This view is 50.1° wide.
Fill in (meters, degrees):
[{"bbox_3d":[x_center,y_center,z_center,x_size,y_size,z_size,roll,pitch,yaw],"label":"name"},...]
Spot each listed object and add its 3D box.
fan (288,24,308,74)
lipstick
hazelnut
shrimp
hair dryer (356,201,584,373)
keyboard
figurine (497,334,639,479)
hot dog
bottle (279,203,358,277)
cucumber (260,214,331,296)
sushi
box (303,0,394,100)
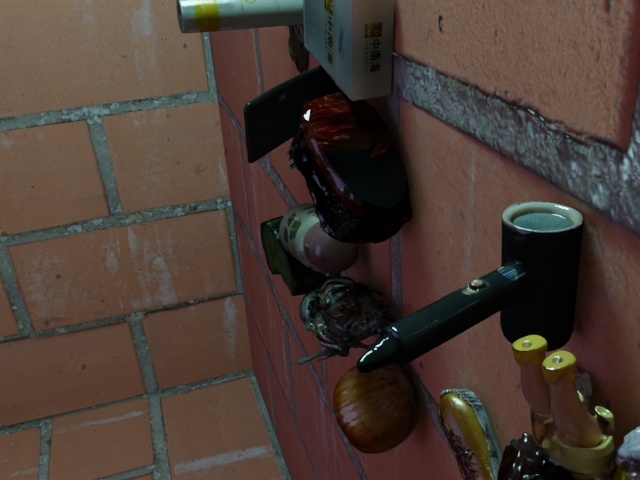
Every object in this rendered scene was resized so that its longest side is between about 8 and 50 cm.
[{"bbox_3d":[-0.046,-0.440,1.400,0.226,0.008,0.152,92,162,-47],"label":"fan"},{"bbox_3d":[-0.101,-0.380,1.128,0.059,0.264,0.059,169,90,-73],"label":"lipstick"},{"bbox_3d":[0.099,0.272,1.143,0.150,0.150,0.150,169,90,-77],"label":"hazelnut"},{"bbox_3d":[0.036,0.152,1.211,0.372,0.137,0.172,157,129,-82],"label":"shrimp"},{"bbox_3d":[0.128,0.066,0.583,0.070,0.255,0.128,26,131,48],"label":"hair dryer"},{"bbox_3d":[-0.057,-0.187,1.040,0.381,0.041,0.103,-48,-36,-49],"label":"keyboard"},{"bbox_3d":[0.216,0.194,0.588,0.175,0.116,0.240,-136,37,-67],"label":"figurine"},{"bbox_3d":[0.197,0.281,0.872,0.108,0.059,0.191,97,156,-64],"label":"hot dog"},{"bbox_3d":[0.000,0.000,1.322,0.253,0.120,0.120,-144,44,-72],"label":"bottle"},{"bbox_3d":[-0.046,0.022,1.546,0.191,0.130,0.191,162,90,-76],"label":"cucumber"},{"bbox_3d":[0.046,-0.102,1.013,0.225,0.136,0.126,61,161,19],"label":"sushi"},{"bbox_3d":[0.035,-0.328,1.024,0.243,0.067,0.155,-119,21,-52],"label":"box"}]
